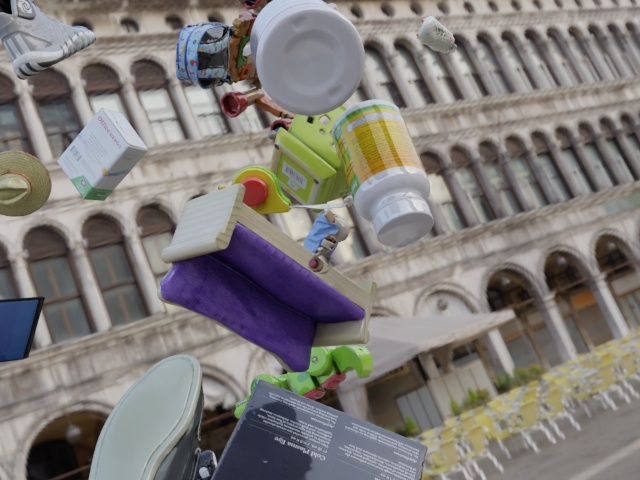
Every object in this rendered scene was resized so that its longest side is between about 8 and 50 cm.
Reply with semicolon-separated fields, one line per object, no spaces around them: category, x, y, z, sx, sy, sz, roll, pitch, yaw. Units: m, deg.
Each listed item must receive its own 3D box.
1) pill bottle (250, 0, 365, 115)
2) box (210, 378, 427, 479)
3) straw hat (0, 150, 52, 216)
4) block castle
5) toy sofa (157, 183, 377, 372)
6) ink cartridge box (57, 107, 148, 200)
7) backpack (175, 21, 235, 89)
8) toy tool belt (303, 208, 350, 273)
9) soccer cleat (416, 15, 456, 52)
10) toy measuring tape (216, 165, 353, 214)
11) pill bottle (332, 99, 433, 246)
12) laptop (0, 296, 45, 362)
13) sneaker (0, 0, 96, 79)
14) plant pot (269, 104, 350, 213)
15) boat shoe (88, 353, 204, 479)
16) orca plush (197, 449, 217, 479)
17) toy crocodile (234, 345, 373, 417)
pill bottle;-0.031;-0.308;1.204;0.160;0.160;0.283;-23;24;1
box;-0.018;0.452;1.285;0.312;0.343;0.179;-62;-7;-61
straw hat;-0.583;-0.095;1.416;0.144;0.145;0.061;-21;28;-9
block castle;-0.147;-0.553;2.322;0.213;0.303;0.453;-34;-32;-47
toy sofa;-0.079;0.079;1.250;0.150;0.177;0.362;-13;-39;43
ink cartridge box;-0.604;-0.237;2.087;0.212;0.154;0.093;-45;-18;19
backpack;-0.287;-0.440;1.795;0.116;0.158;0.173;11;23;13
toy tool belt;0.000;0.000;0.983;0.083;0.052;0.051;-62;-27;1
soccer cleat;0.289;-0.501;1.842;0.068;0.076;0.196;-69;-17;10
toy measuring tape;-0.089;-0.123;1.749;0.329;0.122;0.121;-4;-13;3
pill bottle;0.114;-0.117;1.330;0.136;0.246;0.136;-12;-32;-8
laptop;-0.690;0.243;1.494;0.234;0.136;0.264;-59;10;40
sneaker;-0.420;-0.331;1.125;0.086;0.132;0.229;-24;21;11
plant pot;-0.005;-0.224;2.008;0.207;0.228;0.227;-43;-13;-29
boat shoe;-0.206;0.299;0.931;0.127;0.340;0.113;-13;-53;16
orca plush;-0.288;0.638;1.739;0.102;0.287;0.151;-3;14;-25
toy crocodile;-0.040;0.315;1.641;0.340;0.105;0.115;-31;-24;16
